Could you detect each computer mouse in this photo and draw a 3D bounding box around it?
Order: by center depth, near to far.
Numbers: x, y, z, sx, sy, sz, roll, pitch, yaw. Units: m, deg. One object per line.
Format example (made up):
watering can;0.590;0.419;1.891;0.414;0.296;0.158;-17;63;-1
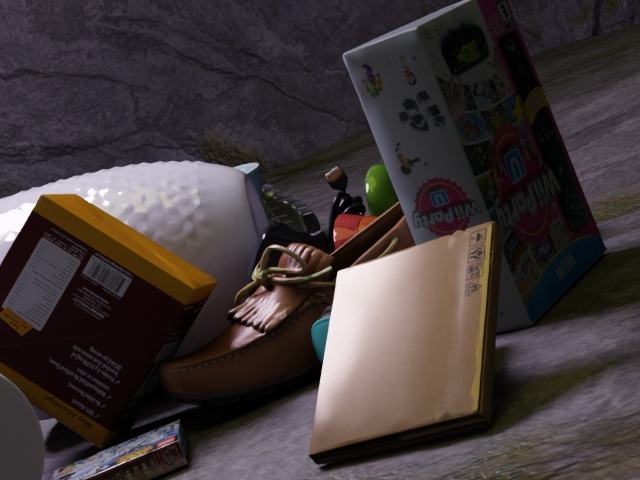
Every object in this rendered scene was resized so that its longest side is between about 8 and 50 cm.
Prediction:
computer mouse;0.000;0.000;1.752;0.060;0.184;0.262;16;-3;19

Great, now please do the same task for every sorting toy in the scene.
sorting toy;0.129;-0.041;1.837;0.126;0.127;0.365;-19;17;25

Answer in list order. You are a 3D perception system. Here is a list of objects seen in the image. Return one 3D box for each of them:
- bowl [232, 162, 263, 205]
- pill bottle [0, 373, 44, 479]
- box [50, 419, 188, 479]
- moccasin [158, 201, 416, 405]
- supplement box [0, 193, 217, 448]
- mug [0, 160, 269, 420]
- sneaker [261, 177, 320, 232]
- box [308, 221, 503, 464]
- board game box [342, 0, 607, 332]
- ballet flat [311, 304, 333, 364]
bowl;-0.214;0.007;2.418;0.311;0.163;0.311;-21;9;4
pill bottle;-0.410;0.203;1.477;0.210;0.210;0.363;-26;10;-27
box;-0.194;0.219;1.446;0.137;0.027;0.094;-22;7;-1
moccasin;-0.006;0.053;1.592;0.380;0.147;0.139;-28;11;-12
supplement box;-0.247;0.081;1.595;0.194;0.191;0.129;-59;-5;5
mug;-0.215;0.049;1.858;0.328;0.276;0.374;-17;-10;5
sneaker;-0.085;-0.014;2.535;0.086;0.132;0.228;-13;38;-35
box;0.073;0.085;1.263;0.164;0.021;0.201;-19;43;30
board game box;0.160;-0.082;1.506;0.097;0.303;0.224;-16;10;34
ballet flat;0.082;0.080;1.417;0.096;0.095;0.280;-16;5;-22
